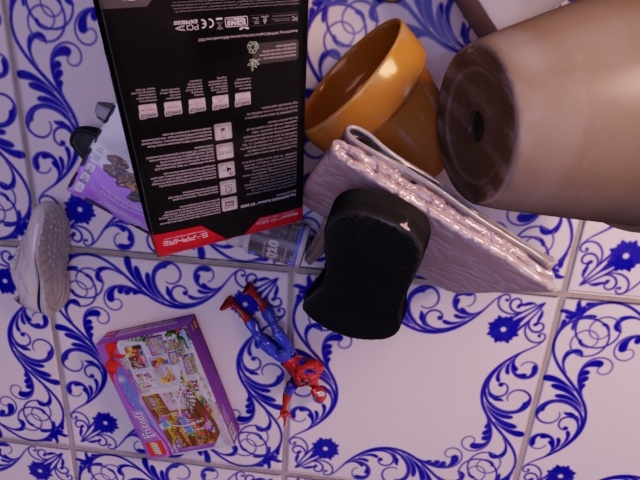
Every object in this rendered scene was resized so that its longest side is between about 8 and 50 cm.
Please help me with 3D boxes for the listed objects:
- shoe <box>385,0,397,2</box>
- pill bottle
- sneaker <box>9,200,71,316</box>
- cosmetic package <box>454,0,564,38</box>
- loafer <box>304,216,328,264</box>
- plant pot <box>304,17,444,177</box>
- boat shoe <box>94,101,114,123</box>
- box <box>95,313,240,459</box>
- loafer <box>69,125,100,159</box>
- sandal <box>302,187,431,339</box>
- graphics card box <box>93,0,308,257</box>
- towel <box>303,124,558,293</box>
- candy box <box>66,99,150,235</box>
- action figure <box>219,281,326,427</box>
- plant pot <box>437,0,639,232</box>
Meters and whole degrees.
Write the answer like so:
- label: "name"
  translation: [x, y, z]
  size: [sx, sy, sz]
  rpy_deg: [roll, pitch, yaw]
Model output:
- label: "shoe"
  translation: [0.042, -0.432, 0.688]
  size: [0.219, 0.058, 0.077]
  rpy_deg: [34, 109, -7]
- label: "pill bottle"
  translation: [-0.092, -0.006, 0.843]
  size: [0.137, 0.078, 0.078]
  rpy_deg: [15, 110, 0]
- label: "sneaker"
  translation: [-0.539, 0.033, 0.903]
  size: [0.094, 0.090, 0.235]
  rpy_deg: [18, 109, 9]
- label: "cosmetic package"
  translation: [0.218, -0.390, 0.651]
  size: [0.107, 0.127, 0.238]
  rpy_deg: [-38, 103, 16]
- label: "loafer"
  translation: [0.000, 0.000, 0.840]
  size: [0.039, 0.045, 0.125]
  rpy_deg: [45, 141, 2]
- label: "plant pot"
  translation: [0.102, -0.181, 0.711]
  size: [0.188, 0.205, 0.205]
  rpy_deg: [39, 109, -24]
- label: "boat shoe"
  translation: [-0.274, -0.160, 0.804]
  size: [0.226, 0.083, 0.076]
  rpy_deg: [22, 109, -3]
- label: "box"
  translation: [-0.310, 0.308, 0.988]
  size: [0.200, 0.057, 0.294]
  rpy_deg: [-13, 108, 9]
- label: "loafer"
  translation: [-0.338, -0.120, 0.827]
  size: [0.223, 0.078, 0.076]
  rpy_deg: [36, 109, -7]
- label: "sandal"
  translation: [0.075, 0.050, 0.742]
  size: [0.167, 0.107, 0.446]
  rpy_deg: [22, 151, 4]
- label: "graphics card box"
  translation: [-0.138, -0.167, 0.622]
  size: [0.232, 0.094, 0.371]
  rpy_deg: [-15, 134, -20]
- label: "towel"
  translation: [0.128, -0.023, 0.709]
  size: [0.331, 0.317, 0.054]
  rpy_deg: [32, 79, -5]
- label: "candy box"
  translation: [-0.264, -0.124, 0.742]
  size: [0.164, 0.070, 0.196]
  rpy_deg: [31, 104, -19]
- label: "action figure"
  translation: [-0.081, 0.225, 0.899]
  size: [0.091, 0.139, 0.280]
  rpy_deg: [-35, 105, 17]
- label: "plant pot"
  translation: [0.312, -0.152, 0.586]
  size: [0.280, 0.323, 0.324]
  rpy_deg: [-10, 109, -10]
